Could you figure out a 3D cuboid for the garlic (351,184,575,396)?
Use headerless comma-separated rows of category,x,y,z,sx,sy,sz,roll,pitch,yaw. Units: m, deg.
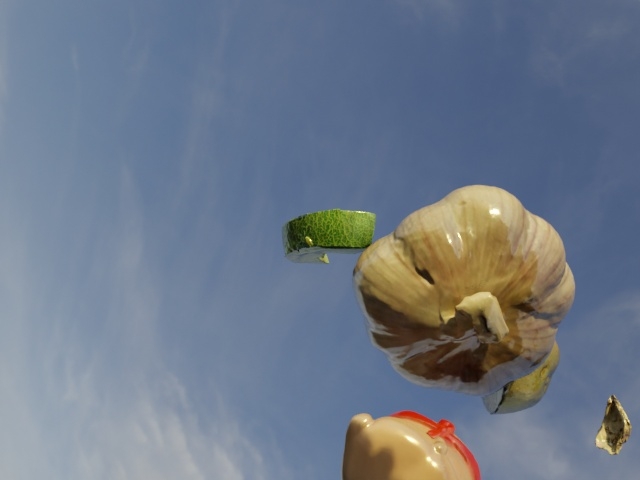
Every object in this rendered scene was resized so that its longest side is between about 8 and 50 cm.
garlic,0.208,0.081,0.824,0.322,0.322,0.241,-56,-156,38

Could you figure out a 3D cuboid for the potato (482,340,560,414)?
potato,0.351,0.205,0.988,0.117,0.182,0.202,6,-71,4

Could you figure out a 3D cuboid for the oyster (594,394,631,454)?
oyster,0.479,0.300,0.921,0.051,0.034,0.093,7,-110,64

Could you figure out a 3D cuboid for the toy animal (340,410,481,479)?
toy animal,0.103,0.281,0.673,0.171,0.197,0.171,-7,-108,21

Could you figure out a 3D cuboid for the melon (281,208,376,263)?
melon,0.000,0.000,0.980,0.209,0.118,0.064,150,-57,-63
